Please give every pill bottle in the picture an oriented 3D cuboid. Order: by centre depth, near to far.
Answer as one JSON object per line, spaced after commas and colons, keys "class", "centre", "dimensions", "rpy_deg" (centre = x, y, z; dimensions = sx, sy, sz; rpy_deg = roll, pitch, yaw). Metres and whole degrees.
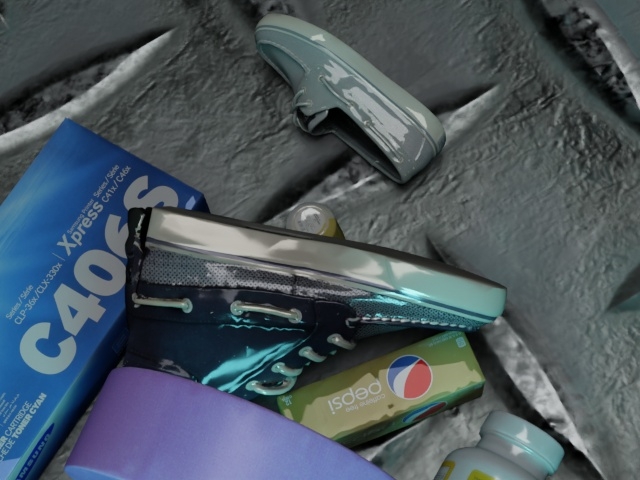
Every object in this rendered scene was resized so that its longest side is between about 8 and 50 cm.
{"class": "pill bottle", "centre": [0.135, 0.243, 1.145], "dimensions": [0.103, 0.103, 0.184], "rpy_deg": [29, 73, 14]}

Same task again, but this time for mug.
{"class": "mug", "centre": [-0.001, -0.004, 1.271], "dimensions": [0.078, 0.064, 0.062], "rpy_deg": [19, 70, 10]}

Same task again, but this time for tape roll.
{"class": "tape roll", "centre": [-0.064, 0.202, 1.082], "dimensions": [0.274, 0.275, 0.090], "rpy_deg": [20, 70, 11]}

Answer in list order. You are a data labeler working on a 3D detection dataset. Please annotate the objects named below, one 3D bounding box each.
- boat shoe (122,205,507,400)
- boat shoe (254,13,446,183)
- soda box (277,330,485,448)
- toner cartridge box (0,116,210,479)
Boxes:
{"class": "boat shoe", "centre": [-0.015, 0.074, 1.187], "dimensions": [0.340, 0.127, 0.158], "rpy_deg": [12, 94, 6]}
{"class": "boat shoe", "centre": [0.014, -0.138, 1.315], "dimensions": [0.227, 0.079, 0.081], "rpy_deg": [36, 71, 12]}
{"class": "soda box", "centre": [0.055, 0.142, 1.212], "dimensions": [0.181, 0.061, 0.058], "rpy_deg": [-21, 70, -5]}
{"class": "toner cartridge box", "centre": [-0.265, 0.069, 1.254], "dimensions": [0.165, 0.075, 0.348], "rpy_deg": [28, 73, 14]}
